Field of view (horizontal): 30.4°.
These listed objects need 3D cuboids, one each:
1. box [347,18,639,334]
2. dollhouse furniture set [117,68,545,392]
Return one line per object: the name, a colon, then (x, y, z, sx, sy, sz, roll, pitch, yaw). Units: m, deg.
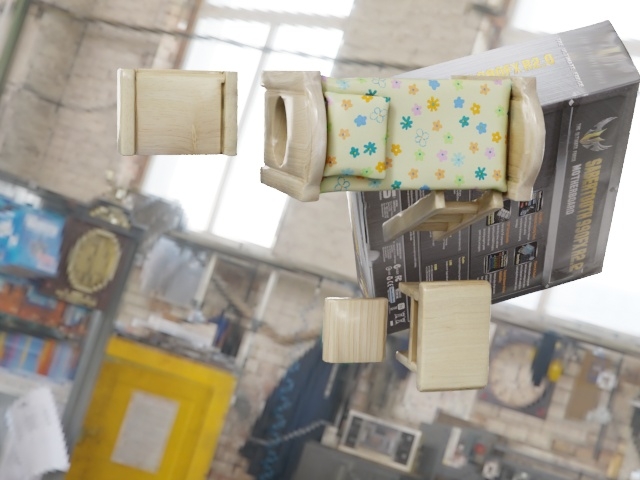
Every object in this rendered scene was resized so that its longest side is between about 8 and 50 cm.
box: (0.111, -0.034, 0.808, 0.183, 0.056, 0.231, -16, -33, -4)
dollhouse furniture set: (0.000, 0.000, 0.560, 0.182, 0.160, 0.101, -1, 8, -15)
